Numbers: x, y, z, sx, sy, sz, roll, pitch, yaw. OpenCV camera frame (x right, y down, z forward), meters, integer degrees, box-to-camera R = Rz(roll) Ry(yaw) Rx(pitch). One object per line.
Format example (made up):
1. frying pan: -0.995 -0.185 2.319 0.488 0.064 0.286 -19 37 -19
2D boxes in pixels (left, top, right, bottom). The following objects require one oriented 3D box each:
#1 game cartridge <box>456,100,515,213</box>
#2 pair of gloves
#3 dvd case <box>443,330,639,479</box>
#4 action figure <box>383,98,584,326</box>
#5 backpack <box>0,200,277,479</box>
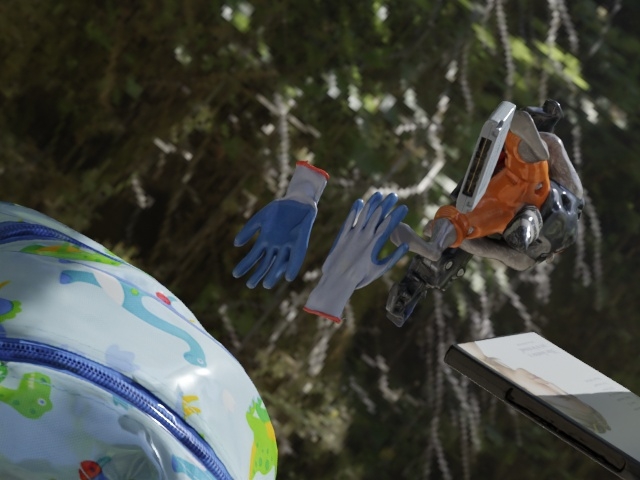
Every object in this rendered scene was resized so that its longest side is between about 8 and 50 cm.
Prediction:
1. game cartridge: 0.130 -0.067 1.050 0.017 0.083 0.056 25 30 15
2. pair of gloves: 0.000 0.000 1.435 0.198 0.159 0.023 22 -13 34
3. dvd case: 0.250 0.156 1.185 0.253 0.022 0.180 32 17 28
4. action figure: 0.208 -0.004 1.592 0.178 0.341 0.330 39 13 24
5. backpack: -0.178 0.152 0.542 0.290 0.355 0.273 39 40 -17
